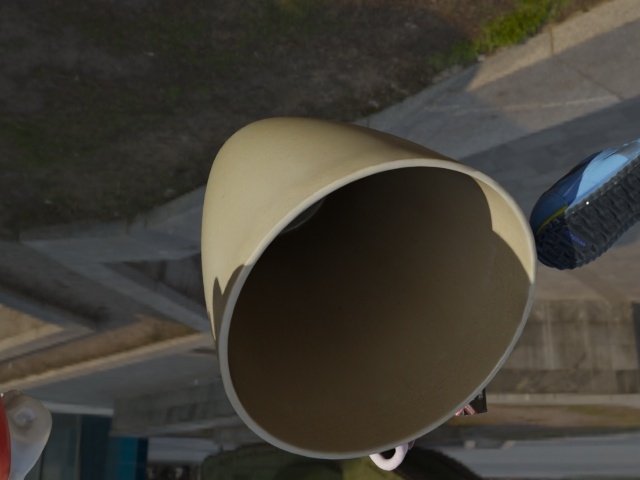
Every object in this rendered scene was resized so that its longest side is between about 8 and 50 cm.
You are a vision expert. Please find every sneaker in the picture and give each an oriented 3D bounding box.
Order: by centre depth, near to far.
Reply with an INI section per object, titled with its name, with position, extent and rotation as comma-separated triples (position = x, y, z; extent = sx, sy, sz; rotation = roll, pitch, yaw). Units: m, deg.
[sneaker]
position = 0.248, -0.058, 0.638
extent = 0.069, 0.082, 0.209
rotation = 38, 128, -20

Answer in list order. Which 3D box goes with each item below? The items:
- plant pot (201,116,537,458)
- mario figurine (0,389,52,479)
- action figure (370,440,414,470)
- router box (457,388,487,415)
[plant pot]
position = 0.000, 0.000, 0.714
extent = 0.256, 0.256, 0.274
rotation = 11, -159, -29
[mario figurine]
position = -0.282, 0.169, 0.478
extent = 0.170, 0.320, 0.198
rotation = 27, -161, -4
[action figure]
position = 0.024, 0.180, 1.283
extent = 0.370, 0.276, 0.248
rotation = 29, 137, 18
[router box]
position = 0.134, 0.149, 0.946
extent = 0.038, 0.092, 0.122
rotation = 1, 174, -35
